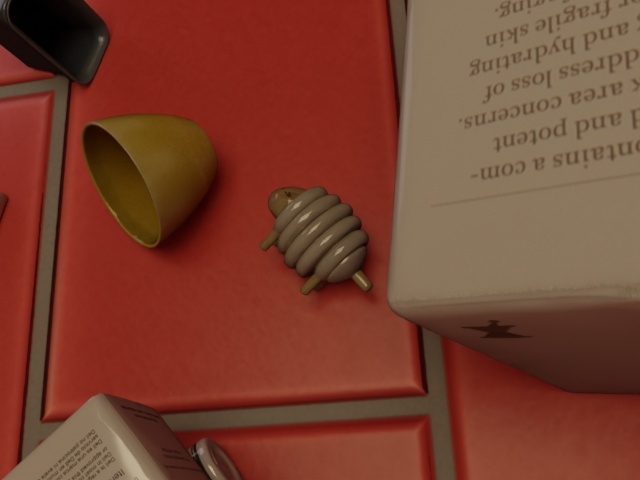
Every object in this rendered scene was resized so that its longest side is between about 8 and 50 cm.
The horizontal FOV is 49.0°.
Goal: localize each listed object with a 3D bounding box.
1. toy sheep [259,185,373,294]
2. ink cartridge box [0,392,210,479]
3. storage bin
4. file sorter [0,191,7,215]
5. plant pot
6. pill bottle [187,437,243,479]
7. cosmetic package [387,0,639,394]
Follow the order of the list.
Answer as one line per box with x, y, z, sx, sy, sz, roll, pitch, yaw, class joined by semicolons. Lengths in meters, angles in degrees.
0.000;0.000;0.662;0.091;0.091;0.132;-44;83;-5;toy sheep
-0.134;0.284;0.499;0.201;0.117;0.278;-43;68;-6;ink cartridge box
-0.320;-0.249;0.790;0.091;0.135;0.098;11;74;25;storage bin
-0.519;-0.006;0.719;0.278;0.173;0.193;8;72;14;file sorter
-0.161;-0.074;0.705;0.095;0.134;0.134;-33;65;-31;plant pot
-0.129;0.233;0.615;0.116;0.065;0.065;-37;68;-2;pill bottle
0.270;-0.113;0.464;0.329;0.327;0.393;-7;68;35;cosmetic package
